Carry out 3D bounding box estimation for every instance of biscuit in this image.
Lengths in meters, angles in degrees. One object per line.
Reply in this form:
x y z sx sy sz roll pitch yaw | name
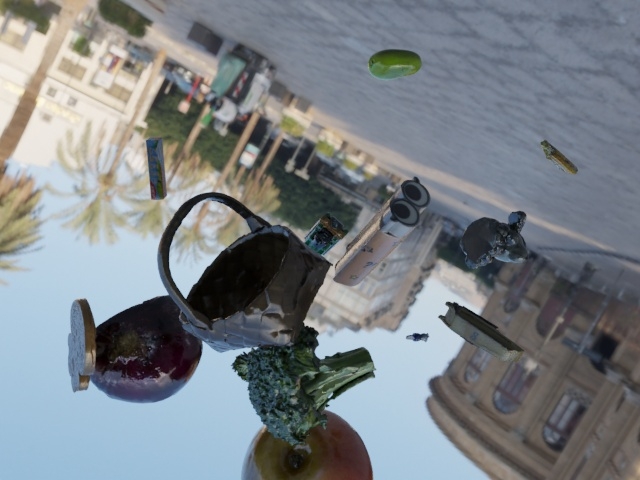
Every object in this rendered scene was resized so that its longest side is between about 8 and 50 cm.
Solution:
-0.605 0.273 1.780 0.044 0.288 0.202 -5 -136 -28 | biscuit

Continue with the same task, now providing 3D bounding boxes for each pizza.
0.633 -0.219 1.872 0.160 0.036 0.099 22 -154 -47 | pizza

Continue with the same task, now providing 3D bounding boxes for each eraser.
0.144 -0.013 1.678 0.087 0.290 0.171 35 -130 -4 | eraser

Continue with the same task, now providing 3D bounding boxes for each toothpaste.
-0.521 -0.224 2.213 0.044 0.193 0.070 0 -161 3 | toothpaste

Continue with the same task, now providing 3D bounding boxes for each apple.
-0.042 0.621 1.868 0.364 0.364 0.364 28 -173 -4 | apple

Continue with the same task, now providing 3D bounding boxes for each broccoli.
-0.137 0.400 2.389 0.252 0.221 0.361 19 151 -18 | broccoli
-0.047 0.301 1.657 0.249 0.302 0.375 36 151 31 | broccoli

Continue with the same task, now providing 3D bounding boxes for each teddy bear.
0.547 -0.003 2.074 0.251 0.171 0.144 -1 -150 -35 | teddy bear

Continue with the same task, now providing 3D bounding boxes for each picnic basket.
-0.194 0.057 1.437 0.337 0.293 0.337 19 146 13 | picnic basket

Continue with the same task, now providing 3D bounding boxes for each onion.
-0.488 0.331 1.977 0.260 0.337 0.282 58 170 12 | onion

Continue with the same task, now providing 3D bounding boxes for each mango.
0.227 -0.546 2.154 0.163 0.089 0.117 -10 170 12 | mango

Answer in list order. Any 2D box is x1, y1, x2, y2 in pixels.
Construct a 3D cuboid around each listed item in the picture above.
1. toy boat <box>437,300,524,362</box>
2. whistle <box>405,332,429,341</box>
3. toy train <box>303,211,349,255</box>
0.407 0.230 1.768 0.226 0.068 0.088 31 -157 14 | toy boat
0.309 0.310 2.228 0.083 0.033 0.029 3 -162 -22 | whistle
0.000 0.000 2.104 0.091 0.136 0.228 42 157 -2 | toy train
